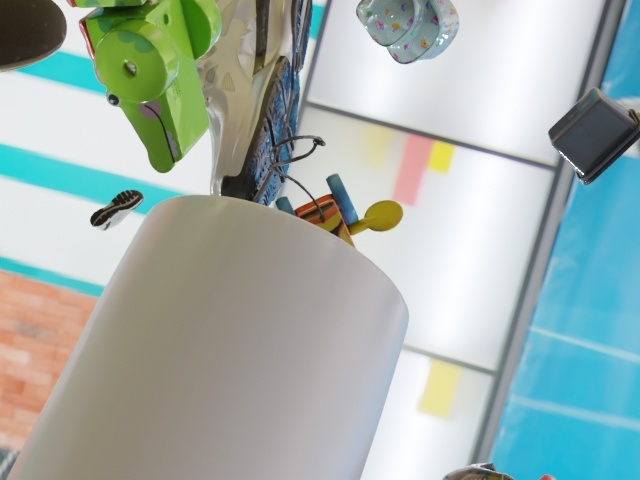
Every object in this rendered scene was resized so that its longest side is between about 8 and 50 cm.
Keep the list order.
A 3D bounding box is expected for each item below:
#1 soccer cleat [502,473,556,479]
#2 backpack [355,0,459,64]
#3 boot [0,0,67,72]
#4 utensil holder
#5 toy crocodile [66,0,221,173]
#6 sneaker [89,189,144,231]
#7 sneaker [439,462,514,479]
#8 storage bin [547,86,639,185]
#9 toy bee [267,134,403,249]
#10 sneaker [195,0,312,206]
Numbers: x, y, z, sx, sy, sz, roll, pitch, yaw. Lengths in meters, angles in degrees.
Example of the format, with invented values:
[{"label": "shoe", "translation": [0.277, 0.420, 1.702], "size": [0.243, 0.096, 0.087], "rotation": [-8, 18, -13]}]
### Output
[{"label": "soccer cleat", "translation": [0.288, 0.464, 1.957], "size": [0.108, 0.116, 0.318], "rotation": [31, 156, -30]}, {"label": "backpack", "translation": [0.177, -0.450, 2.243], "size": [0.188, 0.166, 0.144], "rotation": [53, -143, 7]}, {"label": "boot", "translation": [-0.423, -0.204, 1.204], "size": [0.305, 0.112, 0.115], "rotation": [-8, 159, -6]}, {"label": "utensil holder", "translation": [-0.111, 0.196, 1.098], "size": [0.327, 0.385, 0.327], "rotation": [18, 153, 10]}, {"label": "toy crocodile", "translation": [-0.162, -0.212, 0.881], "size": [0.105, 0.340, 0.115], "rotation": [0, -143, 22]}, {"label": "sneaker", "translation": [-0.371, -0.055, 2.052], "size": [0.040, 0.109, 0.044], "rotation": [59, 180, 24]}, {"label": "sneaker", "translation": [0.192, 0.308, 1.249], "size": [0.090, 0.081, 0.232], "rotation": [-25, -165, -6]}, {"label": "storage bin", "translation": [0.427, -0.174, 1.758], "size": [0.091, 0.135, 0.098], "rotation": [38, -156, -17]}, {"label": "toy bee", "translation": [0.000, 0.000, 1.447], "size": [0.298, 0.195, 0.162], "rotation": [15, -132, -62]}, {"label": "sneaker", "translation": [-0.164, -0.225, 1.589], "size": [0.257, 0.447, 0.169], "rotation": [4, 147, 8]}]
